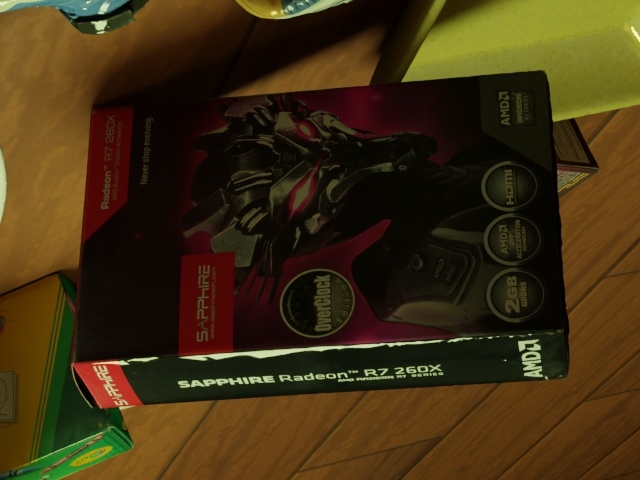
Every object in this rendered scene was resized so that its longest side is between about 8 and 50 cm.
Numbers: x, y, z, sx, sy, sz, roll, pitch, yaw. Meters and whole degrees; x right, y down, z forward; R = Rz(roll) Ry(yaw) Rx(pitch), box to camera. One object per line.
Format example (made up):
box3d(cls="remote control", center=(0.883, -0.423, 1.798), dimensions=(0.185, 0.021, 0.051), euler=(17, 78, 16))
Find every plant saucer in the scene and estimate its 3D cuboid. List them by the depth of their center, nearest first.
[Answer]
box3d(cls="plant saucer", center=(0.201, -0.206, 1.483), dimensions=(0.333, 0.081, 0.333), euler=(-13, 157, -23))

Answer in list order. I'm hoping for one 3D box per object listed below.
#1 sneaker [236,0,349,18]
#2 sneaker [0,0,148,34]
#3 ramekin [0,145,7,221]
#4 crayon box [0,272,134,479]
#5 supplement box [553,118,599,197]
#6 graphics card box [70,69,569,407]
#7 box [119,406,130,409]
box3d(cls="sneaker", center=(0.068, -0.253, 1.251), dimensions=(0.296, 0.112, 0.131), euler=(-28, 175, 19))
box3d(cls="sneaker", center=(-0.179, -0.166, 1.242), dimensions=(0.152, 0.058, 0.084), euler=(-22, 151, -17))
box3d(cls="ramekin", center=(-0.356, -0.031, 1.196), dimensions=(0.277, 0.135, 0.277), euler=(-29, 147, -21))
box3d(cls="crayon box", center=(-0.333, 0.164, 1.723), dimensions=(0.278, 0.165, 0.081), euler=(-23, 158, 2))
box3d(cls="supplement box", center=(0.158, -0.077, 1.738), dimensions=(0.188, 0.081, 0.104), euler=(3, 147, -46))
box3d(cls="graphics card box", center=(0.000, 0.000, 1.417), dimensions=(0.371, 0.232, 0.094), euler=(-3, 150, 7))
box3d(cls="box", center=(-0.144, 0.060, 1.731), dimensions=(0.103, 0.114, 0.203), euler=(-13, 155, -23))
